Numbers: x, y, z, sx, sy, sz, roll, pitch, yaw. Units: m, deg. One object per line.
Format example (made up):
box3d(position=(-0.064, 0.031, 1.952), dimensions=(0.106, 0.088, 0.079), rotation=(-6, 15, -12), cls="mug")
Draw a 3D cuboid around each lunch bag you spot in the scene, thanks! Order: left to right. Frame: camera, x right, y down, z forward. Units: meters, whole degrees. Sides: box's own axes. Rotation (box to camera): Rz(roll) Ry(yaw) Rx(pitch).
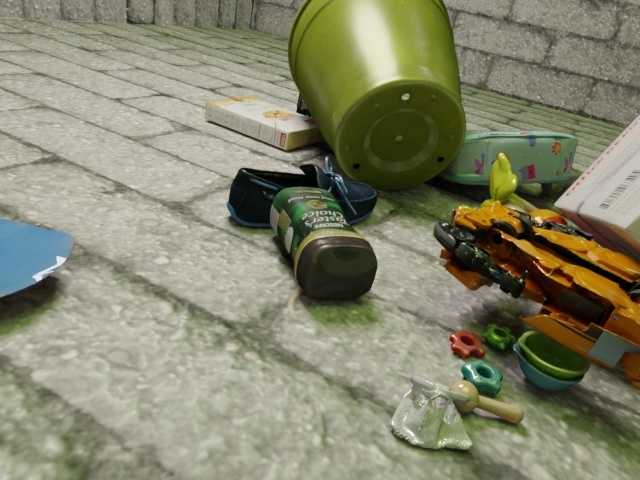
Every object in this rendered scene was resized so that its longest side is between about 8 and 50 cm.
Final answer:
box3d(position=(0.382, -0.182, 1.062), dimensions=(0.279, 0.108, 0.224), rotation=(-2, 13, -9), cls="lunch bag")

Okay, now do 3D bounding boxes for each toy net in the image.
box3d(position=(0.154, 0.127, 0.488), dimensions=(0.232, 0.045, 0.122), rotation=(-8, 34, -34), cls="toy net")

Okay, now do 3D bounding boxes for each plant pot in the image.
box3d(position=(0.128, -0.298, 0.988), dimensions=(0.366, 0.366, 0.353), rotation=(5, 45, -14), cls="plant pot")

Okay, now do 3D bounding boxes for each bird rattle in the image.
box3d(position=(0.342, -0.018, 0.771), dimensions=(0.207, 0.143, 0.253), rotation=(14, 25, -35), cls="bird rattle")

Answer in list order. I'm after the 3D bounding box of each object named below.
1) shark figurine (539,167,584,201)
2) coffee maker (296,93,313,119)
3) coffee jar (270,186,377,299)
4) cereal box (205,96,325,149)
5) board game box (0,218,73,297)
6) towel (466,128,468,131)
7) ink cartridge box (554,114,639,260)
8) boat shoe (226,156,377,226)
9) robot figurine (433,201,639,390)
box3d(position=(0.552, -0.146, 1.114), dimensions=(0.166, 0.116, 0.278), rotation=(28, 29, 31), cls="shark figurine")
box3d(position=(0.030, -0.386, 1.349), dimensions=(0.178, 0.120, 0.171), rotation=(11, 26, -3), cls="coffee maker")
box3d(position=(0.000, 0.000, 0.633), dimensions=(0.096, 0.079, 0.184), rotation=(1, 29, -21), cls="coffee jar")
box3d(position=(-0.123, -0.279, 1.157), dimensions=(0.240, 0.047, 0.173), rotation=(24, 28, 23), cls="cereal box")
box3d(position=(-0.339, 0.027, 0.494), dimensions=(0.169, 0.033, 0.133), rotation=(12, 31, 10), cls="board game box")
box3d(position=(0.314, -0.399, 1.566), dimensions=(0.312, 0.056, 0.324), rotation=(13, 26, 1), cls="towel")
box3d(position=(0.474, -0.045, 0.624), dimensions=(0.197, 0.198, 0.270), rotation=(40, 14, 1), cls="ink cartridge box")
box3d(position=(-0.011, -0.073, 0.758), dimensions=(0.258, 0.089, 0.109), rotation=(-10, 34, -37), cls="boat shoe")
box3d(position=(0.264, 0.044, 0.551), dimensions=(0.211, 0.085, 0.291), rotation=(-14, 37, -42), cls="robot figurine")
